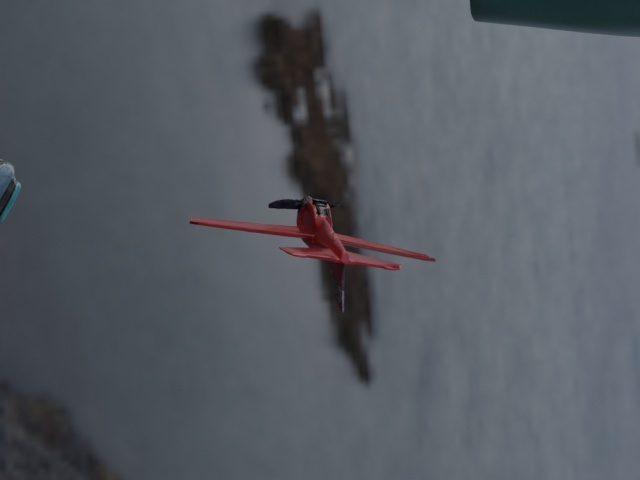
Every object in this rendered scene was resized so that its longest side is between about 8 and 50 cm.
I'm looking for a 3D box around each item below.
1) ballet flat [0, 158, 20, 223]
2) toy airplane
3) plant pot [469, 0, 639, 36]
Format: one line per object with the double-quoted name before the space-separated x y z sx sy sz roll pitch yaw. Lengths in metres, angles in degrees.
"ballet flat" -0.248 -0.030 1.358 0.188 0.070 0.070 147 -58 -69
"toy airplane" 0.000 0.000 1.131 0.151 0.151 0.028 -61 164 -71
"plant pot" 0.256 -0.279 1.441 0.293 0.235 0.293 13 90 -80
